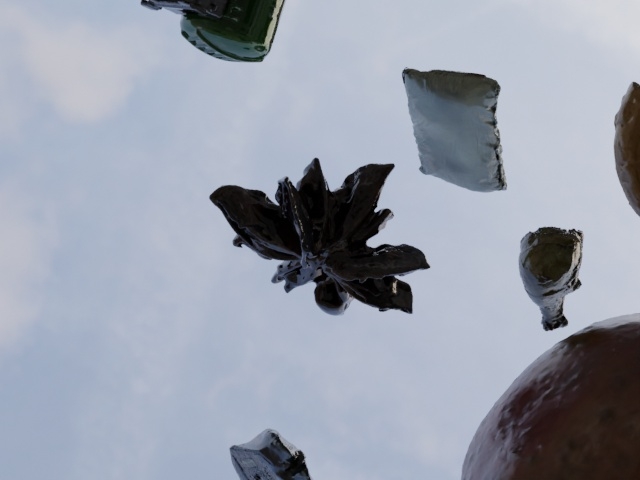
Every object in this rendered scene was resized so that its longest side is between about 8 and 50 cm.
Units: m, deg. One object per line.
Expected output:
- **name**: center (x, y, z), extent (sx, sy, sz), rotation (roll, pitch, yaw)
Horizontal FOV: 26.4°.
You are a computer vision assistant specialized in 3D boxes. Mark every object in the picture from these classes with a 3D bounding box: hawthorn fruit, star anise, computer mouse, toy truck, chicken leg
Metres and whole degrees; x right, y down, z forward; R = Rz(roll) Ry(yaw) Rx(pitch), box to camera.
- **hawthorn fruit**: center (0.357, 0.251, 1.389), extent (0.403, 0.403, 0.403), rotation (7, -129, -8)
- **star anise**: center (0.004, 0.000, 1.554), extent (0.283, 0.212, 0.129), rotation (33, -131, -14)
- **computer mouse**: center (-0.041, 0.219, 1.345), extent (0.047, 0.135, 0.079), rotation (-42, -84, -27)
- **toy truck**: center (-0.062, -0.272, 1.122), extent (0.125, 0.242, 0.101), rotation (18, 177, -43)
- **chicken leg**: center (0.265, 0.042, 1.536), extent (0.070, 0.178, 0.093), rotation (34, -116, 33)

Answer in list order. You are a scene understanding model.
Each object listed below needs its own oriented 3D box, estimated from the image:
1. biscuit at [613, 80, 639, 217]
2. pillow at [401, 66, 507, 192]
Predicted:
- **biscuit**: center (0.342, -0.043, 1.132), extent (0.224, 0.144, 0.033), rotation (20, -154, 3)
- **pillow**: center (0.176, -0.140, 1.760), extent (0.128, 0.229, 0.051), rotation (14, -120, 19)
